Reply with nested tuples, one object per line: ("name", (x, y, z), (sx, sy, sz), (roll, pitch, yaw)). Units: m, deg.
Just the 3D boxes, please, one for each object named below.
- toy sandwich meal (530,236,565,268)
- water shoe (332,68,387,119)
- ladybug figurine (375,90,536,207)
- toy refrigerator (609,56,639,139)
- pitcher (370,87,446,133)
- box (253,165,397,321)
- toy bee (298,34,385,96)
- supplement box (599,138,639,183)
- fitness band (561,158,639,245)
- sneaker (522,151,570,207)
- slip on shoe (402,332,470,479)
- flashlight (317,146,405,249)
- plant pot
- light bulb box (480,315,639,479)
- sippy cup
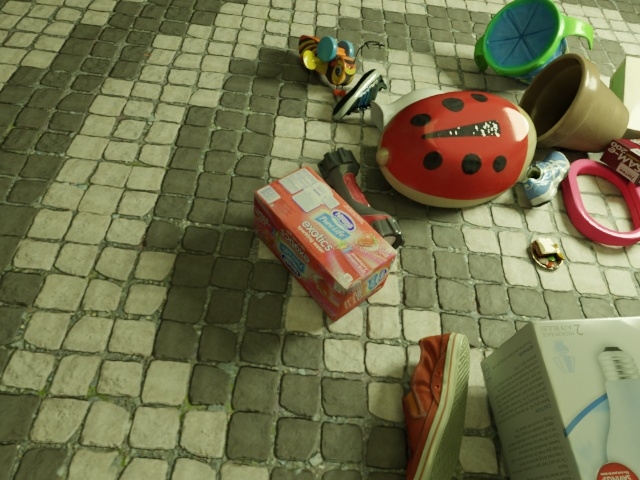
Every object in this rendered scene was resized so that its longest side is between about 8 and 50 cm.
("toy sandwich meal", (0.549, 0.030, 1.181), (0.085, 0.029, 0.086), (4, 53, -5))
("water shoe", (0.120, -0.408, 1.419), (0.080, 0.073, 0.203), (46, 76, -23))
("ladybug figurine", (0.355, -0.242, 1.228), (0.448, 0.162, 0.305), (-14, 81, -16))
("toy refrigerator", (0.928, -0.412, 1.475), (0.094, 0.102, 0.270), (14, 69, 7))
("pitcher", (0.259, -0.332, 1.363), (0.207, 0.125, 0.178), (-11, 67, -3))
("box", (0.000, 0.000, 1.057), (0.154, 0.142, 0.300), (-32, 64, -27))
("toy bee", (0.035, -0.519, 1.457), (0.195, 0.162, 0.298), (1, 20, -26))
("supplement box", (0.918, -0.222, 1.357), (0.239, 0.073, 0.130), (-6, 41, -23))
("fitness band", (0.756, -0.105, 1.296), (0.208, 0.054, 0.291), (9, 52, -1))
("sneaker", (0.597, -0.181, 1.300), (0.081, 0.080, 0.211), (47, 53, -12))
("slip on shoe", (0.196, 0.318, 0.881), (0.101, 0.123, 0.332), (-2, 52, 31))
("flashlight", (0.097, -0.100, 1.174), (0.103, 0.103, 0.304), (7, 47, -36))
("plant pot", (0.726, -0.355, 1.380), (0.229, 0.263, 0.263), (21, 51, -14))
("light bulb box", (0.509, 0.332, 0.804), (0.357, 0.225, 0.361), (-2, 59, -6))
("sippy cup", (0.657, -0.595, 1.523), (0.224, 0.240, 0.305), (10, 31, -48))
